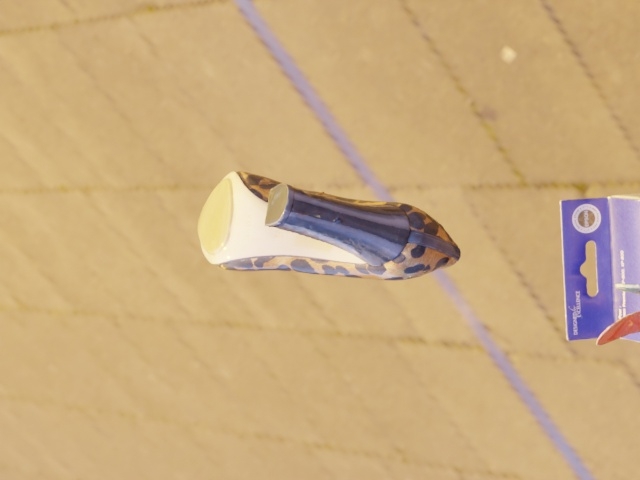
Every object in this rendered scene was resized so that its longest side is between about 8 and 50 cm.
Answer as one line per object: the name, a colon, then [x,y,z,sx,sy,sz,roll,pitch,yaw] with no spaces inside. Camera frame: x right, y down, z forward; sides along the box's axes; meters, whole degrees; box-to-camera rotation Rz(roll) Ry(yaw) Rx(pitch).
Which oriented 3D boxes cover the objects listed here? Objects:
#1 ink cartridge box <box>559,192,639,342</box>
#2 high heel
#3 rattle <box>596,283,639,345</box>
ink cartridge box: [0.477,0.026,2.014,0.370,0.176,0.069,-4,-173,-2]
high heel: [0.000,0.000,1.534,0.186,0.093,0.261,16,172,-23]
rattle: [0.326,0.047,1.293,0.199,0.143,0.130,2,132,25]
